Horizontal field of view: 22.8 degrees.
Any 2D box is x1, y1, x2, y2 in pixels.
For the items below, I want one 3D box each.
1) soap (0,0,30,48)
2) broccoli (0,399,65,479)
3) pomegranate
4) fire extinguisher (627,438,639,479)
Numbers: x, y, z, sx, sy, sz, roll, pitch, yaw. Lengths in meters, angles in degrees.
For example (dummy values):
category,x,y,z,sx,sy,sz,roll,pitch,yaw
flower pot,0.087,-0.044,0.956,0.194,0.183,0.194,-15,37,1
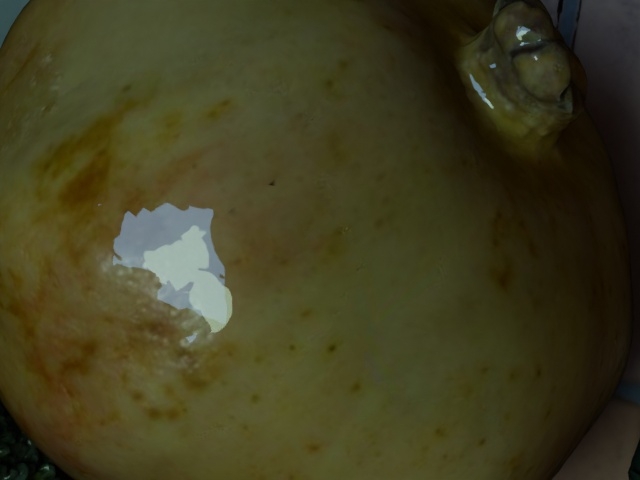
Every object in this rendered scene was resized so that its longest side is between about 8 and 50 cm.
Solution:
category,x,y,z,sx,sy,sz,roll,pitch,yaw
soap,-0.271,-0.224,1.182,0.435,0.213,0.350,47,115,21
broccoli,-0.354,0.179,1.206,0.338,0.277,0.317,-8,54,9
pomegranate,0.000,0.000,0.913,0.411,0.411,0.411,2,94,33
fire extinguisher,0.264,0.020,0.917,0.093,0.118,0.294,16,103,-4
